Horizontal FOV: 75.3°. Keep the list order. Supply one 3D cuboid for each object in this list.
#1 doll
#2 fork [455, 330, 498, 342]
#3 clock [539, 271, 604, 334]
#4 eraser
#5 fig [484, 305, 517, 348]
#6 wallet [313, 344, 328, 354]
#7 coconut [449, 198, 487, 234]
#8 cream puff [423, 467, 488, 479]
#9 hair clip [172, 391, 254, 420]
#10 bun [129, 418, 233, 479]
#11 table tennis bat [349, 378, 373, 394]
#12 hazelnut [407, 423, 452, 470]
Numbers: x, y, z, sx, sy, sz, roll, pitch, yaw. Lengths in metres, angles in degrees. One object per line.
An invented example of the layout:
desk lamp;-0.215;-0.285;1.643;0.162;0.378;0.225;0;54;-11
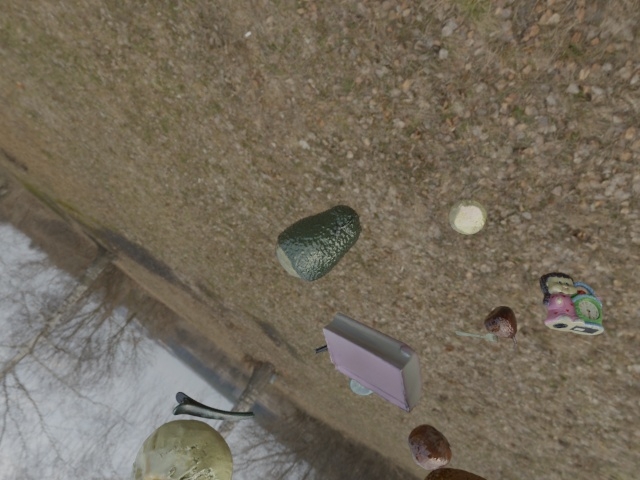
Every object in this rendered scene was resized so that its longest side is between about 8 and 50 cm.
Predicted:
doll;0.000;0.000;1.600;0.247;0.349;0.247;53;-176;-5
fork;0.683;0.417;1.815;0.219;0.028;0.034;-5;103;55
clock;0.840;0.208;1.397;0.194;0.195;0.100;10;147;-1
eraser;0.196;0.452;1.559;0.359;0.122;0.272;17;134;41
fig;0.808;0.391;1.803;0.201;0.146;0.134;61;148;8
wallet;0.058;0.515;2.034;0.198;0.110;0.031;-36;67;45
coconut;0.474;-0.079;1.332;0.116;0.116;0.122;34;-162;11
cream puff;0.402;0.771;1.133;0.303;0.212;0.303;19;141;16
hair clip;-0.292;0.477;1.153;0.229;0.039;0.070;22;-167;-18
bun;-0.374;0.630;1.103;0.287;0.287;0.146;39;175;0
table tennis bat;0.259;0.749;2.133;0.237;0.149;0.038;31;-165;-17
hazelnut;0.391;0.740;1.487;0.154;0.143;0.143;55;165;27
